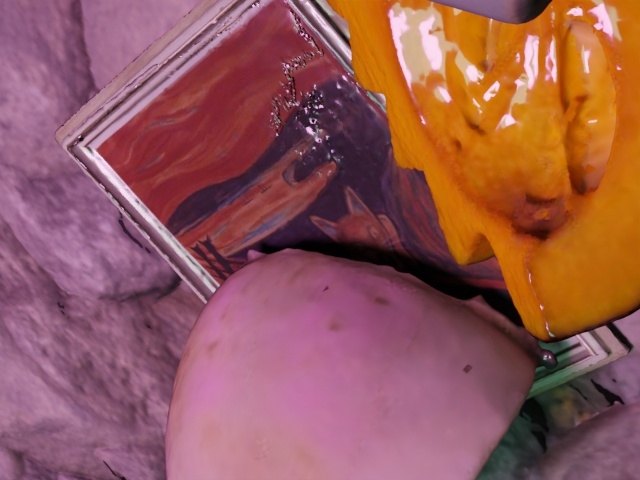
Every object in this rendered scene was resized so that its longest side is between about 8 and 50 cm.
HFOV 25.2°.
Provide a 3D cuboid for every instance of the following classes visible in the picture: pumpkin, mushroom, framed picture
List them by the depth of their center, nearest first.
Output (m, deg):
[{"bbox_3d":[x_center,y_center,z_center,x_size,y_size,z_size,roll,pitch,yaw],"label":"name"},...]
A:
[{"bbox_3d":[0.089,-0.099,0.587,0.130,0.149,0.254,139,108,-85],"label":"pumpkin"},{"bbox_3d":[-0.030,0.120,0.741,0.162,0.173,0.236,39,135,2],"label":"mushroom"},{"bbox_3d":[0.000,0.000,0.761,0.273,0.016,0.216,48,134,-9],"label":"framed picture"}]

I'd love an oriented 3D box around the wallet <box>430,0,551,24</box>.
[{"bbox_3d":[0.057,-0.201,0.455,0.360,0.083,0.252,16,108,13],"label":"wallet"}]
